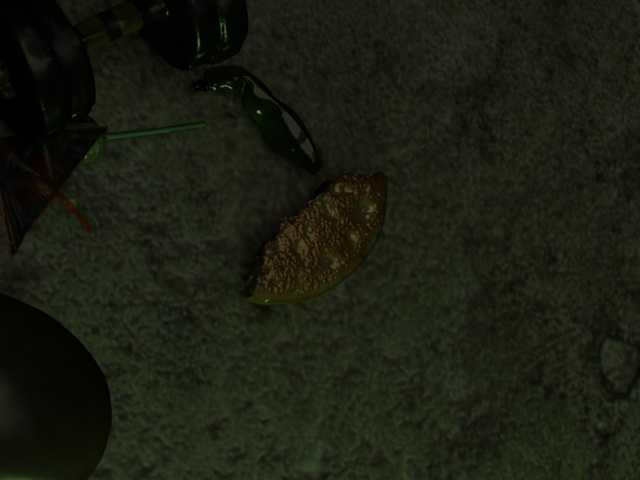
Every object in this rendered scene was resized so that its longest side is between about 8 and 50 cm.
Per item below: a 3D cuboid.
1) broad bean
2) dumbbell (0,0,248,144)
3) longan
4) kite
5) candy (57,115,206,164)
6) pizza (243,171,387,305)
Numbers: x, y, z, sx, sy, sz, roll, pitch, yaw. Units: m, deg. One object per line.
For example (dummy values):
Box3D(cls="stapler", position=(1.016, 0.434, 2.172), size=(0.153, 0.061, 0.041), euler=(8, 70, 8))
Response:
Box3D(cls="broad bean", position=(-0.070, -0.160, 1.816), size=(0.195, 0.046, 0.061), euler=(35, 82, -15))
Box3D(cls="dumbbell", position=(-0.243, -0.244, 1.658), size=(0.388, 0.185, 0.185), euler=(-29, 99, -26))
Box3D(cls="longan", position=(-0.368, 0.189, 1.523), size=(0.300, 0.243, 0.300), euler=(-1, 97, -10))
Box3D(cls="kite", position=(-0.318, -0.069, 1.668), size=(0.159, 0.010, 0.190), euler=(37, 95, 2))
Box3D(cls="candy", position=(-0.224, -0.130, 1.740), size=(0.202, 0.061, 0.061), euler=(-11, 91, -36))
Box3D(cls="pizza", position=(-0.002, -0.001, 1.830), size=(0.127, 0.058, 0.246), euler=(43, 70, -18))
